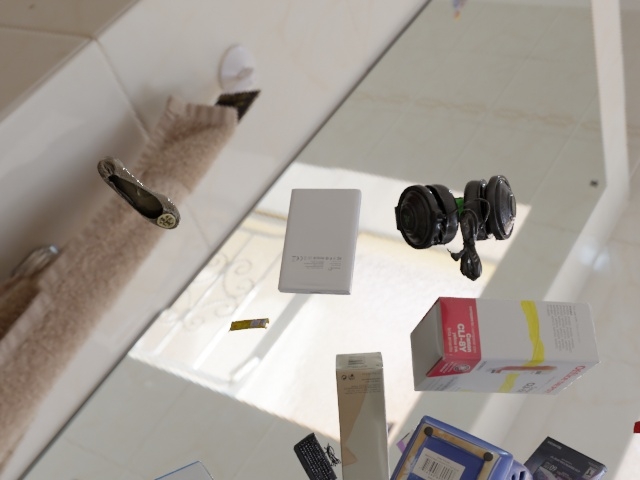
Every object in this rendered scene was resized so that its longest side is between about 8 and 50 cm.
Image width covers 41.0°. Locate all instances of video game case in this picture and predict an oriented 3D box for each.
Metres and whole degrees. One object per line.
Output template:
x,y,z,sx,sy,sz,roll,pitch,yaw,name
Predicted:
0.504,0.587,1.963,0.026,0.274,0.196,51,-14,-22,video game case

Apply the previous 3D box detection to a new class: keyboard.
0.002,0.598,2.315,0.038,0.100,0.192,31,-29,51,keyboard

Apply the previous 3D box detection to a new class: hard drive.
0.000,0.000,2.471,0.210,0.319,0.040,1,-24,14,hard drive

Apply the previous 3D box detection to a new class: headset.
0.275,-0.028,1.693,0.243,0.185,0.394,-7,3,3,headset

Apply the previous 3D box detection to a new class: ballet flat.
-0.445,-0.108,2.092,0.084,0.058,0.250,-38,-68,17,ballet flat

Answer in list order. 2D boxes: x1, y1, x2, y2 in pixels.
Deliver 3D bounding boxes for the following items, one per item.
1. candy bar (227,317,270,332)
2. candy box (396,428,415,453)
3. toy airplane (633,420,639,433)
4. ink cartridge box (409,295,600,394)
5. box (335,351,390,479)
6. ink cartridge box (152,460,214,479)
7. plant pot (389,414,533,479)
-0.213,0.250,2.527,0.161,0.040,0.018,-9,-41,37,candy bar
0.315,0.619,2.335,0.196,0.070,0.165,37,13,-45,candy box
0.724,0.367,1.817,0.028,0.151,0.151,39,-30,-12,toy airplane
0.439,0.262,2.083,0.384,0.160,0.279,2,-27,-9,ink cartridge box
0.106,0.449,2.151,0.121,0.148,0.311,-3,-82,2,box
-0.352,0.669,1.904,0.129,0.223,0.307,43,-47,33,ink cartridge box
0.264,0.495,1.704,0.236,0.236,0.212,20,-20,31,plant pot
